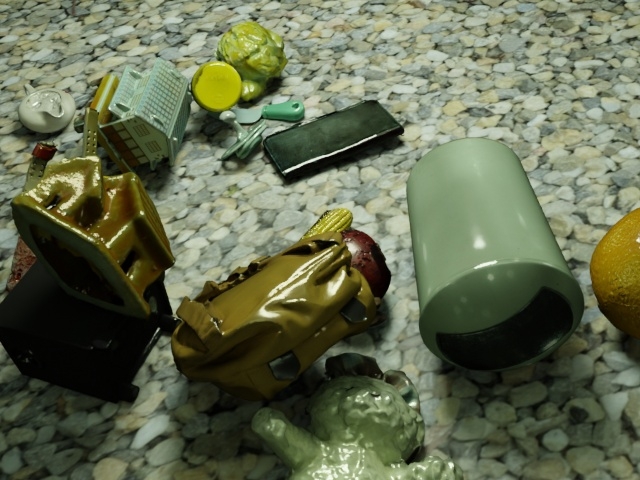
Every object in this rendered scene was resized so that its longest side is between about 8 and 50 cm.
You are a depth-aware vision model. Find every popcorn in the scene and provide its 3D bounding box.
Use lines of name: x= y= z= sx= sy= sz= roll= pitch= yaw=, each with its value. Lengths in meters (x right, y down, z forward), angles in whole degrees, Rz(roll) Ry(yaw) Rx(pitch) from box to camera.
popcorn: x=-0.184 y=-0.469 z=1.963 sx=0.197 sy=0.213 sz=0.198 roll=6 pitch=4 yaw=0

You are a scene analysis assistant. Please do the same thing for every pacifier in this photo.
pacifier: x=-0.196 y=-0.264 z=1.798 sx=0.150 sy=0.117 sz=0.126 roll=-47 pitch=19 yaw=-28

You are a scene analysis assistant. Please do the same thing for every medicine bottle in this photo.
medicine bottle: x=-0.267 y=-0.384 z=1.879 sx=0.121 sy=0.122 sz=0.212 roll=-15 pitch=13 yaw=-9

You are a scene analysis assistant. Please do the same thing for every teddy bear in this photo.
teddy bear: x=0.063 y=0.296 z=1.126 sx=0.327 sy=0.375 sz=0.362 roll=20 pitch=65 yaw=8

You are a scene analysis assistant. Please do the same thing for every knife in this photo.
knife: x=-0.168 y=-0.322 z=1.919 sx=0.260 sy=0.035 sz=0.063 roll=-4 pitch=53 yaw=10

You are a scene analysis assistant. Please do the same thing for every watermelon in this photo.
watermelon: x=-0.599 y=0.030 z=1.574 sx=0.098 sy=0.121 sz=0.158 roll=19 pitch=52 yaw=-7

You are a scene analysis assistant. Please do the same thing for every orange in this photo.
orange: x=0.623 y=0.061 z=1.328 sx=0.274 sy=0.274 sz=0.274 roll=-3 pitch=47 yaw=3

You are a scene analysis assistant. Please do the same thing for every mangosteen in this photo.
mangosteen: x=0.047 y=0.069 z=1.454 sx=0.180 sy=0.166 sz=0.166 roll=-36 pitch=49 yaw=7

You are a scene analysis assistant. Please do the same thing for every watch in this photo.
watch: x=-0.574 y=-0.163 z=1.658 sx=0.164 sy=0.102 sz=0.268 roll=9 pitch=92 yaw=25

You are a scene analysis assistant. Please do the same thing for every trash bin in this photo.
trash bin: x=0.303 y=0.031 z=1.381 sx=0.280 sy=0.280 sz=0.432 roll=-4 pitch=44 yaw=1

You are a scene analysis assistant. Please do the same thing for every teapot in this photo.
teapot: x=-0.711 y=-0.339 z=1.935 sx=0.145 sy=0.092 sz=0.226 roll=-35 pitch=52 yaw=-28

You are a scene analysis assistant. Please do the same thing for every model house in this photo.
model house: x=-0.426 y=-0.286 z=1.759 sx=0.215 sy=0.198 sz=0.224 roll=-14 pitch=42 yaw=20
model house: x=-0.368 y=-0.032 z=1.298 sx=0.173 sy=0.268 sz=0.239 roll=0 pitch=41 yaw=30

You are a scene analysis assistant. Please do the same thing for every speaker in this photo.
speaker: x=-0.430 y=0.146 z=1.396 sx=0.254 sy=0.184 sz=0.232 roll=13 pitch=49 yaw=18

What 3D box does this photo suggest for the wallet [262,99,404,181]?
wallet: x=0.027 y=-0.250 z=1.815 sx=0.318 sy=0.045 sz=0.172 roll=-23 pitch=47 yaw=-12

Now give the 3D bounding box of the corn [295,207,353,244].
corn: x=0.000 y=0.000 z=1.572 sx=0.072 sy=0.072 sz=0.203 roll=23 pitch=52 yaw=24

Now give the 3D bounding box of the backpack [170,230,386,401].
backpack: x=-0.085 y=0.133 z=1.275 sx=0.353 sy=0.201 sz=0.378 roll=-31 pitch=12 yaw=-23

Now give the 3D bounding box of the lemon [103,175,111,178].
lemon: x=-0.440 y=-0.047 z=1.579 sx=0.180 sy=0.180 sz=0.193 roll=-36 pitch=84 yaw=-26
